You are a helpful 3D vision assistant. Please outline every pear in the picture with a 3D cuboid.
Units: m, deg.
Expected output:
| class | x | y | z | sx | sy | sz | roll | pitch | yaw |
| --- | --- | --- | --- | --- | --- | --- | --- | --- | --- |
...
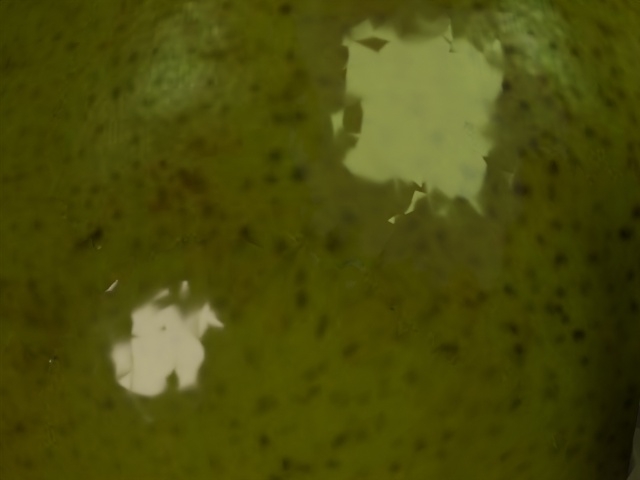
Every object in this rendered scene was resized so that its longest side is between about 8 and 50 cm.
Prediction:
| class | x | y | z | sx | sy | sz | roll | pitch | yaw |
| --- | --- | --- | --- | --- | --- | --- | --- | --- | --- |
| pear | 0.000 | 0.000 | 0.470 | 0.294 | 0.294 | 0.294 | 17 | 45 | -18 |

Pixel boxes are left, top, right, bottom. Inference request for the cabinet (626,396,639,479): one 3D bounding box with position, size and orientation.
| class | x | y | z | sx | sy | sz | roll | pitch | yaw |
| --- | --- | --- | --- | --- | --- | --- | --- | --- | --- |
| cabinet | 0.226 | 0.121 | 0.386 | 0.227 | 0.318 | 0.290 | 16 | 15 | 39 |
